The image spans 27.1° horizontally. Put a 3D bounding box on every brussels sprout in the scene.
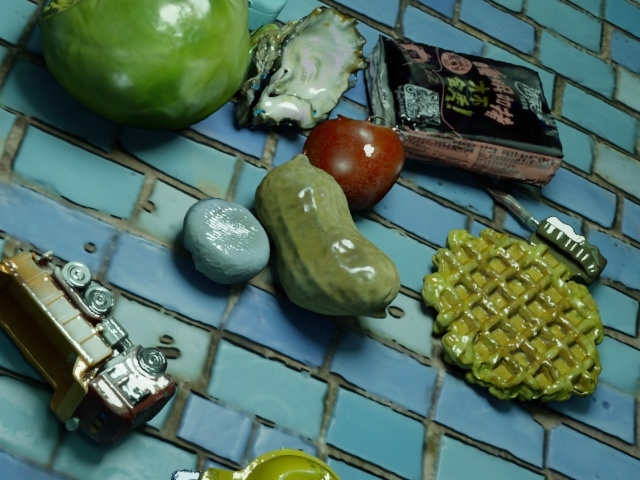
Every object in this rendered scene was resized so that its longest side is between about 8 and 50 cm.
[{"bbox_3d":[-0.250,-0.318,1.983,0.344,0.268,0.344,14,47,-15],"label":"brussels sprout"}]

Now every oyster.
[{"bbox_3d":[-0.029,-0.264,2.146,0.092,0.198,0.260,20,62,40],"label":"oyster"}]

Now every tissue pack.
[{"bbox_3d":[0.243,-0.216,2.295,0.332,0.123,0.245,9,48,-20],"label":"tissue pack"}]

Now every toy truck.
[{"bbox_3d":[-0.318,0.135,1.725,0.270,0.114,0.135,47,44,8],"label":"toy truck"}]

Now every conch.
[{"bbox_3d":[-0.106,-0.294,2.164,0.079,0.106,0.170,18,42,34],"label":"conch"}]

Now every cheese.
[{"bbox_3d":[-0.066,0.349,1.749,0.270,0.069,0.177,10,53,-21],"label":"cheese"}]

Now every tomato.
[{"bbox_3d":[0.055,-0.121,2.108,0.167,0.167,0.167,15,52,-20],"label":"tomato"}]

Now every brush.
[{"bbox_3d":[0.360,-0.033,2.285,0.301,0.071,0.084,40,31,12],"label":"brush"}]

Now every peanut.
[{"bbox_3d":[-0.006,0.008,1.974,0.291,0.159,0.143,55,4,27],"label":"peanut"}]

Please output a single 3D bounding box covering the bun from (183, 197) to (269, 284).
[{"bbox_3d":[-0.144,0.005,1.943,0.140,0.083,0.141,23,41,-22],"label":"bun"}]

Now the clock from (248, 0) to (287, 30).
[{"bbox_3d":[-0.144,-0.501,2.297,0.223,0.094,0.274,28,46,-11],"label":"clock"}]

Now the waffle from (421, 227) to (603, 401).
[{"bbox_3d":[0.307,0.123,2.121,0.324,0.068,0.302,11,57,-15],"label":"waffle"}]
